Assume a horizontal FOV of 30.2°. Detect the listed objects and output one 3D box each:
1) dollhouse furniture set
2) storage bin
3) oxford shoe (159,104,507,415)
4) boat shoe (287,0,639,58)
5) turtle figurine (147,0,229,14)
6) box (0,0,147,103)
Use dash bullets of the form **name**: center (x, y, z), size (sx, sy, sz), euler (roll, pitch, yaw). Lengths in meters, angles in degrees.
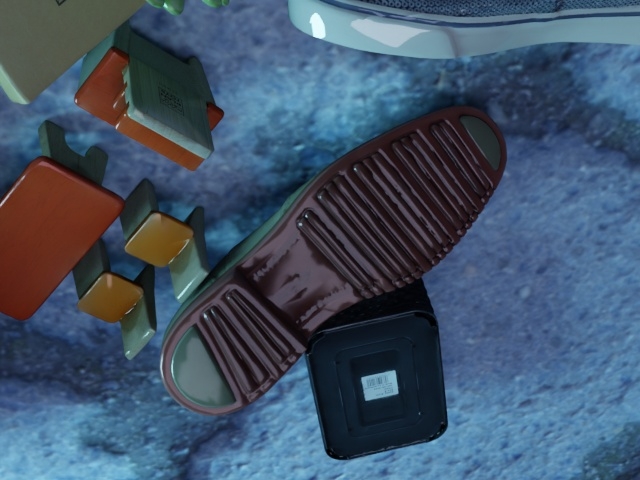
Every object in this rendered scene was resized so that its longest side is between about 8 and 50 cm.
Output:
- **dollhouse furniture set**: center (-0.193, -0.034, 0.913), size (0.262, 0.135, 0.259), euler (28, 118, -30)
- **storage bin**: center (0.048, 0.112, 1.120), size (0.122, 0.084, 0.180), euler (-12, 131, -2)
- **oxford shoe**: center (0.000, 0.000, 1.010), size (0.348, 0.130, 0.123), euler (-36, 106, -4)
- **boat shoe**: center (0.145, -0.227, 0.850), size (0.341, 0.127, 0.158), euler (-6, 124, -18)
- **turtle figurine**: center (0.006, -0.241, 0.745), size (0.275, 0.197, 0.266), euler (32, 115, -27)
- **box**: center (-0.191, -0.215, 0.780), size (0.164, 0.021, 0.201), euler (-47, 134, -22)
